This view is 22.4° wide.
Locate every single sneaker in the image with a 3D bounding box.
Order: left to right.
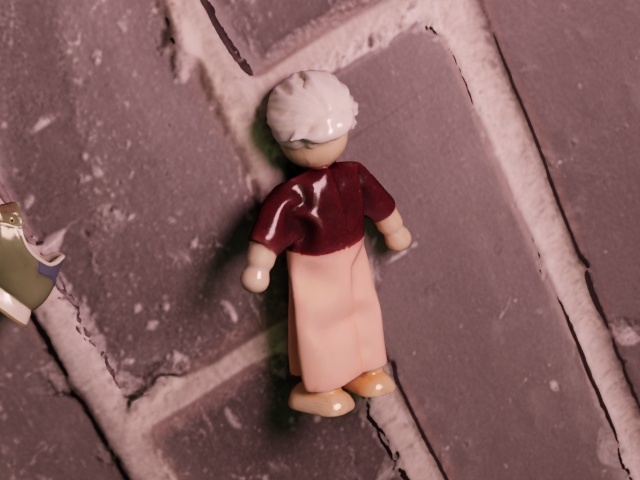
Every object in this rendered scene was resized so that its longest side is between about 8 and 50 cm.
[{"bbox_3d":[-0.315,-0.009,1.480,0.086,0.064,0.192,-51,120,-10],"label":"sneaker"}]

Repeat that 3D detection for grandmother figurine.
[{"bbox_3d":[0.000,0.000,1.608,0.207,0.104,0.342,-24,116,-46],"label":"grandmother figurine"}]
